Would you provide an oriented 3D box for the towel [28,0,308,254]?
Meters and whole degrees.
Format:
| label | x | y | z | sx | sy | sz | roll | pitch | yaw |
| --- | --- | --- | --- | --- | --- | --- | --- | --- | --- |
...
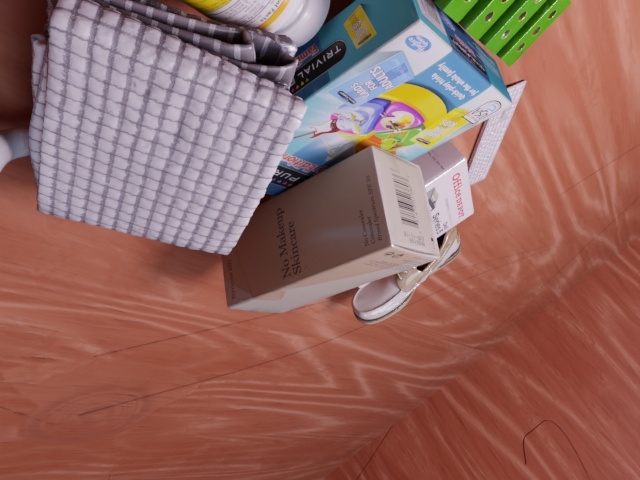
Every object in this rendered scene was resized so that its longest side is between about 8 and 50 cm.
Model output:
| label | x | y | z | sx | sy | sz | roll | pitch | yaw |
| --- | --- | --- | --- | --- | --- | --- | --- | --- | --- |
| towel | -0.165 | -0.116 | 0.590 | 0.235 | 0.121 | 0.283 | 16 | 141 | -16 |

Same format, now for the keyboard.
| label | x | y | z | sx | sy | sz | roll | pitch | yaw |
| --- | --- | --- | --- | --- | --- | --- | --- | --- | --- |
| keyboard | 0.342 | -0.204 | 1.135 | 0.072 | 0.014 | 0.256 | -21 | 147 | -20 |

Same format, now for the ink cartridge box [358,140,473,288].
| label | x | y | z | sx | sy | sz | roll | pitch | yaw |
| --- | --- | --- | --- | --- | --- | --- | --- | --- | --- |
| ink cartridge box | 0.135 | -0.059 | 1.044 | 0.273 | 0.114 | 0.198 | -34 | 149 | 0 |

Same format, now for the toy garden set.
| label | x | y | z | sx | sy | sz | roll | pitch | yaw |
| --- | --- | --- | --- | --- | --- | --- | --- | --- | --- |
| toy garden set | 0.244 | -0.322 | 0.651 | 0.204 | 0.049 | 0.244 | -47 | 157 | 25 |

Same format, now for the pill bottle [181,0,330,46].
| label | x | y | z | sx | sy | sz | roll | pitch | yaw |
| --- | --- | --- | --- | --- | --- | --- | --- | --- | --- |
| pill bottle | -0.085 | -0.271 | 0.552 | 0.117 | 0.117 | 0.208 | -47 | 146 | 20 |

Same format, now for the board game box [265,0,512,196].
| label | x | y | z | sx | sy | sz | roll | pitch | yaw |
| --- | --- | --- | --- | --- | --- | --- | --- | --- | --- |
| board game box | 0.041 | -0.163 | 0.743 | 0.336 | 0.079 | 0.254 | -27 | 155 | 33 |

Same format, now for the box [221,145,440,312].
| label | x | y | z | sx | sy | sz | roll | pitch | yaw |
| --- | --- | --- | --- | --- | --- | --- | --- | --- | --- |
| box | 0.000 | 0.000 | 0.827 | 0.311 | 0.147 | 0.121 | -25 | 156 | 36 |

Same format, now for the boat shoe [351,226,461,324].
| label | x | y | z | sx | sy | sz | roll | pitch | yaw |
| --- | --- | --- | --- | --- | --- | --- | --- | --- | --- |
| boat shoe | 0.185 | 0.061 | 1.273 | 0.302 | 0.113 | 0.103 | -41 | 148 | -9 |

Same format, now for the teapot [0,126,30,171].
| label | x | y | z | sx | sy | sz | roll | pitch | yaw |
| --- | --- | --- | --- | --- | --- | --- | --- | --- | --- |
| teapot | -0.429 | -0.054 | 0.485 | 0.256 | 0.187 | 0.252 | 36 | 87 | -31 |
